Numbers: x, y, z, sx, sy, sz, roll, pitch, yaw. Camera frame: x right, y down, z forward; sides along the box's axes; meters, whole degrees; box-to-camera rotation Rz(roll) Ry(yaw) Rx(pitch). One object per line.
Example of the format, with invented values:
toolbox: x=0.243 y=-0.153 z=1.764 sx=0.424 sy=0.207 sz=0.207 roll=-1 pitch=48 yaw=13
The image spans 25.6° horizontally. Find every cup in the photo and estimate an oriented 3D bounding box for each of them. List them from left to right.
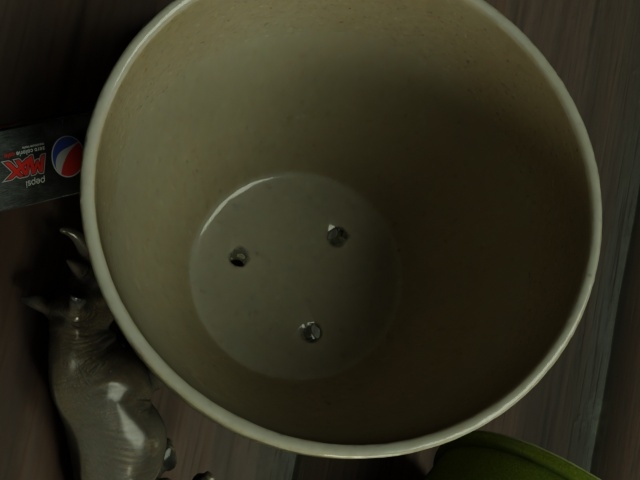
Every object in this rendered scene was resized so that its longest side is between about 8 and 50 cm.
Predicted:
cup: x=0.000 y=0.000 z=0.986 sx=0.331 sy=0.237 sz=0.331 roll=2 pitch=74 yaw=-9

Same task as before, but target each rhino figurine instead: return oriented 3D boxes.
rhino figurine: x=-0.150 y=0.104 z=1.013 sx=0.106 sy=0.073 sz=0.243 roll=-30 pitch=113 yaw=-47

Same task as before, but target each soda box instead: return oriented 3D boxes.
soda box: x=-0.211 y=-0.050 z=0.942 sx=0.169 sy=0.060 sz=0.053 roll=-17 pitch=104 yaw=-46

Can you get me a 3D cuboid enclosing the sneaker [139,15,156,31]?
sneaker: x=-0.043 y=-0.146 z=1.109 sx=0.258 sy=0.094 sz=0.091 roll=-17 pitch=141 yaw=-36

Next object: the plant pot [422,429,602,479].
plant pot: x=0.134 y=0.414 z=1.185 sx=0.353 sy=0.366 sz=0.366 roll=-45 pitch=125 yaw=-22
